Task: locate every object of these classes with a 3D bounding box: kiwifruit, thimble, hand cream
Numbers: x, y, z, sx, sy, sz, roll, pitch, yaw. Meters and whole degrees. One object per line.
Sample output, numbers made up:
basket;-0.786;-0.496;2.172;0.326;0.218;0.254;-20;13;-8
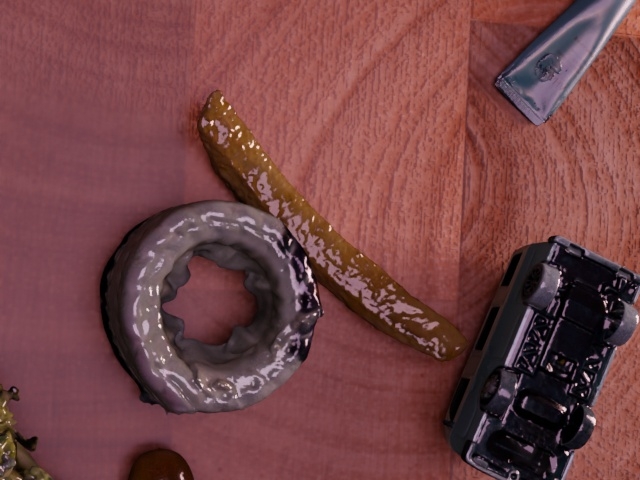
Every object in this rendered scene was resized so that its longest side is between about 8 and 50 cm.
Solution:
kiwifruit;-0.171;0.287;1.574;0.075;0.075;0.125;-2;86;-17
thimble;-0.121;0.074;1.551;0.237;0.150;0.237;0;91;-16
hand cream;0.305;-0.244;1.741;0.083;0.048;0.224;42;83;-15

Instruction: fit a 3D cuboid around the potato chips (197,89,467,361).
potato chips;0.000;0.000;1.627;0.407;0.080;0.057;45;61;-10

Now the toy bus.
toy bus;0.241;0.142;1.649;0.133;0.165;0.271;25;83;-14

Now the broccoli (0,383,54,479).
broccoli;-0.333;0.250;1.473;0.243;0.263;0.247;36;45;-41
